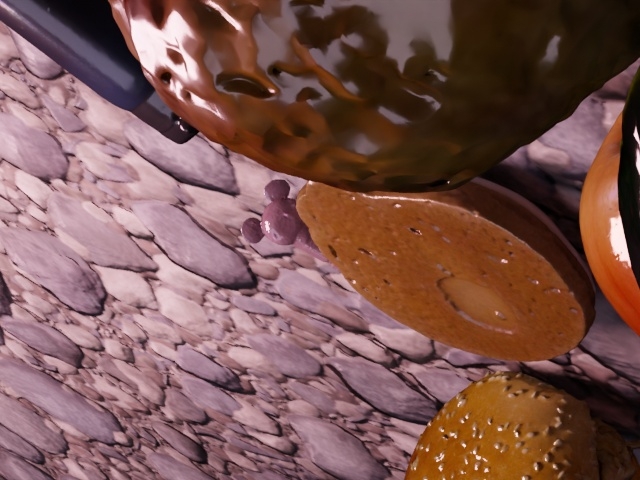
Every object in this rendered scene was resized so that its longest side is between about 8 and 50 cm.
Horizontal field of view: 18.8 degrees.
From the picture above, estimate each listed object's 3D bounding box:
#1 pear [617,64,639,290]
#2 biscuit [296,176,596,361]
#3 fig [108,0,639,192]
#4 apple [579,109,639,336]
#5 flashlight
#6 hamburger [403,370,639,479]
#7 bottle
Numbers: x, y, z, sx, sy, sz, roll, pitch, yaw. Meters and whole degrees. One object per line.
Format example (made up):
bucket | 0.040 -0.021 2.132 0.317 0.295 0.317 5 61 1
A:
pear | 0.304 -0.074 0.718 0.398 0.165 0.399 4 146 3
biscuit | 0.090 0.008 1.274 0.208 0.049 0.181 9 147 37
fig | 0.092 -0.140 0.827 0.368 0.286 0.286 18 163 -33
apple | 0.225 -0.013 0.975 0.199 0.199 0.199 23 153 13
flashlight | 0.000 0.000 1.374 0.110 0.052 0.031 29 -170 -12
hamburger | 0.132 0.207 1.400 0.122 0.215 0.189 29 172 -32
bottle | -0.162 -0.153 1.222 0.244 0.072 0.082 37 -170 -14
